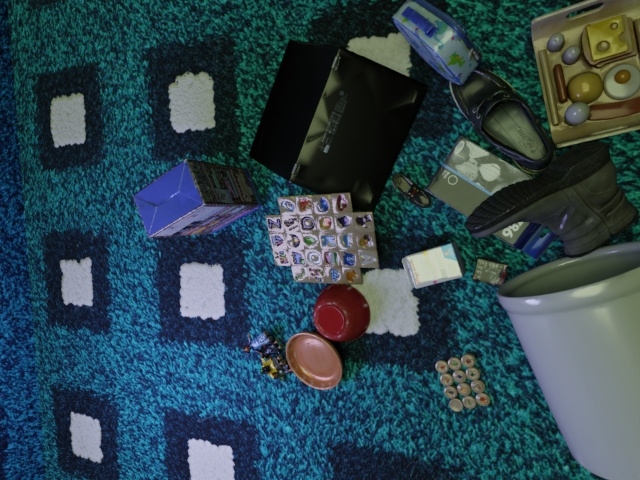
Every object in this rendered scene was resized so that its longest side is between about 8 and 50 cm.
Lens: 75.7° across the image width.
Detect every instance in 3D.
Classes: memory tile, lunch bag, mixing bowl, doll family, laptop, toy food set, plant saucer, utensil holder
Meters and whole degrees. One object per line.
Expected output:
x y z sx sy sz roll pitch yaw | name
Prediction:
0.388 0.390 1.130 0.113 0.012 0.147 -22 86 24 | memory tile
0.277 -0.483 0.988 0.090 0.176 0.219 -46 51 21 | lunch bag
0.047 0.225 1.221 0.182 0.098 0.181 2 94 24 | mixing bowl
-0.174 0.381 1.350 0.111 0.076 0.192 -35 75 27 | doll family
0.027 -0.345 1.224 0.408 0.236 0.381 20 105 -8 | laptop
0.618 -0.380 0.917 0.220 0.092 0.305 -11 91 25 | toy food set
-0.016 0.366 1.272 0.200 0.037 0.199 12 114 28 | plant saucer
0.604 0.235 0.852 0.328 0.328 0.385 -23 86 24 | utensil holder

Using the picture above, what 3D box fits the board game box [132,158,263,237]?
-0.365 -0.122 1.266 0.232 0.291 0.141 -25 83 23 | board game box

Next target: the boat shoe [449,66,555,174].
0.433 -0.302 0.994 0.127 0.113 0.340 -35 80 24 | boat shoe

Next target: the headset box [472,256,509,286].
0.443 0.082 1.068 0.083 0.032 0.062 14 101 21 | headset box

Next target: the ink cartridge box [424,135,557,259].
0.448 -0.107 1.034 0.333 0.065 0.165 36 107 16 | ink cartridge box

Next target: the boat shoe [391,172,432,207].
0.248 -0.135 1.132 0.133 0.042 0.049 44 107 13 | boat shoe

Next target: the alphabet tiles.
0.000 0.000 1.222 0.343 0.011 0.284 0 113 24 | alphabet tiles

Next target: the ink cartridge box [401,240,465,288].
0.299 0.065 1.099 0.143 0.090 0.092 -18 87 25 | ink cartridge box

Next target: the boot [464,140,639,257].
0.522 -0.042 0.925 0.338 0.118 0.222 -30 108 16 | boot
